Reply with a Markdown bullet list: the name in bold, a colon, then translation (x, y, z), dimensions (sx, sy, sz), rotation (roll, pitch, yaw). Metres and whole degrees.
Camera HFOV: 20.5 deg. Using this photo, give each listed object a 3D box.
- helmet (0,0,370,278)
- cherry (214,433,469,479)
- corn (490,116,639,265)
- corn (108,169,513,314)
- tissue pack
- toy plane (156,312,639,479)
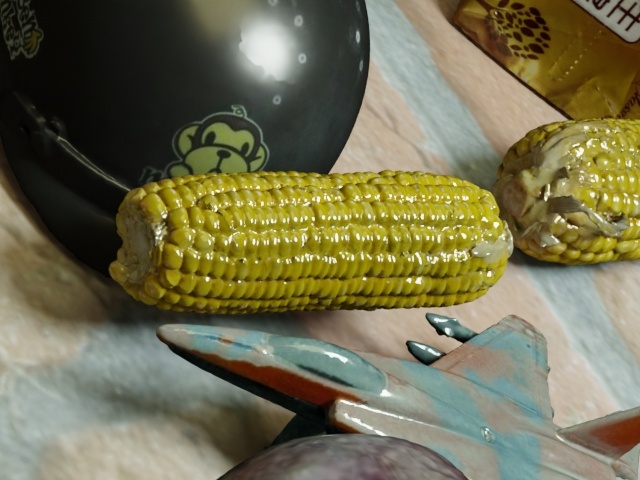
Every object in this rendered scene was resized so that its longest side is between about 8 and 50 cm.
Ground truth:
- **helmet**: translation (-0.067, -0.118, 1.003), dimensions (0.231, 0.160, 0.278), rotation (17, 45, -29)
- **cherry**: translation (-0.001, 0.176, 0.758), dimensions (0.195, 0.195, 0.195), rotation (22, 42, -21)
- **corn**: translation (0.234, -0.037, 1.214), dimensions (0.293, 0.106, 0.106), rotation (-6, 57, -42)
- **corn**: translation (0.000, 0.000, 0.940), dimensions (0.238, 0.080, 0.080), rotation (2, 52, -30)
- **tissue pack**: translation (0.228, -0.194, 1.258), dimensions (0.183, 0.226, 0.092), rotation (36, 41, -4)
- **toy plane**: translation (0.054, 0.106, 0.932), dimensions (0.326, 0.104, 0.223), rotation (17, 43, -20)
